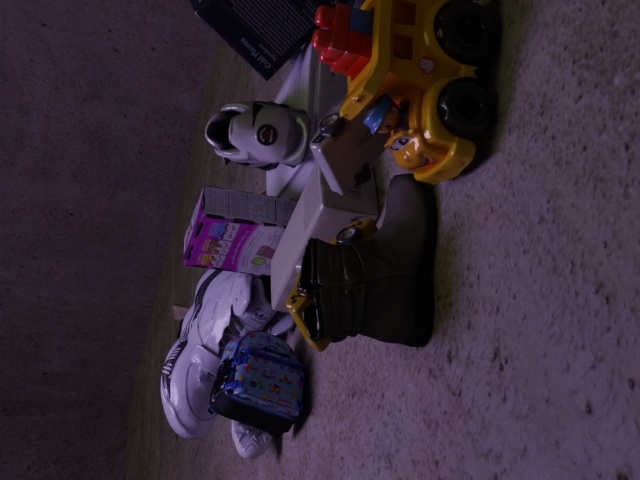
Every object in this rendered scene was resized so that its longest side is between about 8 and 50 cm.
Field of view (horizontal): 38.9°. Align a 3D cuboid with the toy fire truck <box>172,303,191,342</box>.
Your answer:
[{"bbox_3d":[-0.344,0.276,2.427,0.246,0.158,0.217,-95,18,-75],"label":"toy fire truck"}]

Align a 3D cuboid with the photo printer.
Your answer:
[{"bbox_3d":[-0.018,-0.193,1.609,0.307,0.107,0.256,134,142,-64],"label":"photo printer"}]

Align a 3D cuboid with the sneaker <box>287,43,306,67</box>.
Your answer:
[{"bbox_3d":[-0.051,-0.360,1.774,0.228,0.132,0.086,136,141,-64],"label":"sneaker"}]

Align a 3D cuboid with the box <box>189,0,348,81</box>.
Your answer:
[{"bbox_3d":[-0.076,-0.498,1.563,0.312,0.179,0.343,-43,35,11],"label":"box"}]

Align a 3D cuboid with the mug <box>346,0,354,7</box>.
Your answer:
[{"bbox_3d":[0.008,-0.483,1.706,0.129,0.097,0.158,-108,31,-58],"label":"mug"}]

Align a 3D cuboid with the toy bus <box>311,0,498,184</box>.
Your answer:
[{"bbox_3d":[0.086,-0.194,1.073,0.149,0.211,0.220,149,128,-67],"label":"toy bus"}]

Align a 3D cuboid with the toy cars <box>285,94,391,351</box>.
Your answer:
[{"bbox_3d":[0.026,-0.047,1.233,0.087,0.176,0.394,5,85,43],"label":"toy cars"}]

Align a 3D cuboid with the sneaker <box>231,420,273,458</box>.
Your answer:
[{"bbox_3d":[-0.130,0.356,1.748,0.232,0.090,0.115,-93,12,-64],"label":"sneaker"}]

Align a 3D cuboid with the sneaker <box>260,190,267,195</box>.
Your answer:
[{"bbox_3d":[-0.132,0.011,1.829,0.112,0.131,0.296,-41,1,-28],"label":"sneaker"}]

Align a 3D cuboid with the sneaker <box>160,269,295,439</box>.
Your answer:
[{"bbox_3d":[-0.173,0.192,1.716,0.210,0.137,0.366,-20,47,47],"label":"sneaker"}]

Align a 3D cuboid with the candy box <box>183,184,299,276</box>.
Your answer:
[{"bbox_3d":[-0.112,-0.009,1.598,0.159,0.233,0.071,121,153,-50],"label":"candy box"}]

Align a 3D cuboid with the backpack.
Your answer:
[{"bbox_3d":[-0.100,0.234,1.586,0.117,0.158,0.173,-51,21,45],"label":"backpack"}]

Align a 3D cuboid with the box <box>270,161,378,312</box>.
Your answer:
[{"bbox_3d":[0.000,0.000,1.463,0.275,0.094,0.113,117,157,-47],"label":"box"}]

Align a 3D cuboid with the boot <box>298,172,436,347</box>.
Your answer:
[{"bbox_3d":[0.057,0.013,1.136,0.083,0.161,0.247,130,146,-59],"label":"boot"}]

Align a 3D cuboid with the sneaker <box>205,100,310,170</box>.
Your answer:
[{"bbox_3d":[-0.125,-0.185,1.525,0.330,0.146,0.123,-171,88,-75],"label":"sneaker"}]
